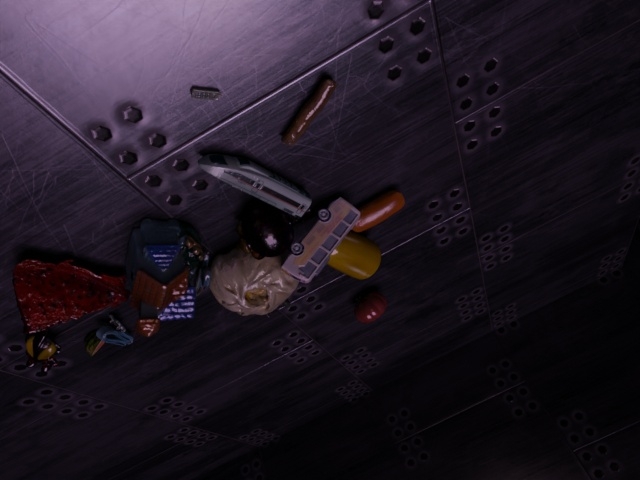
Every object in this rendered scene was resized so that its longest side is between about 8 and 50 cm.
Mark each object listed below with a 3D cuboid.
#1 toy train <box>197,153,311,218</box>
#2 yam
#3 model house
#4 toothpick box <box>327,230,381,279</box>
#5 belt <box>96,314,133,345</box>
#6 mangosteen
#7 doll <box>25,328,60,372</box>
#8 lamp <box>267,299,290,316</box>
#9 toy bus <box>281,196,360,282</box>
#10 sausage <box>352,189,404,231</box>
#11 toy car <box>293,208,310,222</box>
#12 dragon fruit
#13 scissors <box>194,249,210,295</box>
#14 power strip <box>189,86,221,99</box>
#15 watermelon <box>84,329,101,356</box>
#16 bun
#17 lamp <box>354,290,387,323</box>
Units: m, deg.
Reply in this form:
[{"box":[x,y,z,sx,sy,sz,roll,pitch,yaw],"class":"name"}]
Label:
[{"box":[-0.197,-0.190,1.394,0.407,0.086,0.088,24,118,-43],"class":"toy train"},{"box":[-0.035,-0.381,1.288,0.057,0.056,0.241,17,128,-39],"class":"yam"},{"box":[-0.506,0.145,1.436,0.252,0.329,0.295,6,135,-27],"class":"model house"},{"box":[0.101,0.043,1.749,0.271,0.175,0.175,24,122,-40],"class":"toothpick box"},{"box":[-0.811,0.369,1.743,0.100,0.065,0.179,-54,160,-13],"class":"belt"},{"box":[-0.206,-0.024,1.507,0.231,0.194,0.194,-25,142,10],"class":"mangosteen"},{"box":[-1.068,0.426,1.666,0.127,0.088,0.248,11,134,-36],"class":"doll"},{"box":[-0.203,0.306,2.009,0.121,0.041,0.054,-31,133,4],"class":"lamp"},{"box":[0.000,0.000,1.581,0.342,0.138,0.097,-52,175,-13],"class":"toy bus"},{"box":[0.215,-0.113,1.691,0.238,0.098,0.098,-31,141,6],"class":"sausage"},{"box":[-0.069,-0.100,1.611,0.041,0.025,0.093,0,139,-29],"class":"toy car"},{"box":[-0.853,0.163,1.476,0.329,0.227,0.286,-20,179,-36],"class":"dragon fruit"},{"box":[-0.453,0.148,1.651,0.041,0.138,0.289,-2,152,-24],"class":"scissors"},{"box":[-0.306,-0.393,1.162,0.083,0.017,0.027,-3,139,-22],"class":"power strip"},{"box":[-0.919,0.408,1.757,0.069,0.087,0.163,37,116,-7],"class":"watermelon"},{"box":[-0.242,0.170,1.684,0.365,0.219,0.365,-12,142,-10],"class":"bun"},{"box":[0.243,0.327,2.168,0.182,0.140,0.182,-40,-176,3],"class":"lamp"}]
